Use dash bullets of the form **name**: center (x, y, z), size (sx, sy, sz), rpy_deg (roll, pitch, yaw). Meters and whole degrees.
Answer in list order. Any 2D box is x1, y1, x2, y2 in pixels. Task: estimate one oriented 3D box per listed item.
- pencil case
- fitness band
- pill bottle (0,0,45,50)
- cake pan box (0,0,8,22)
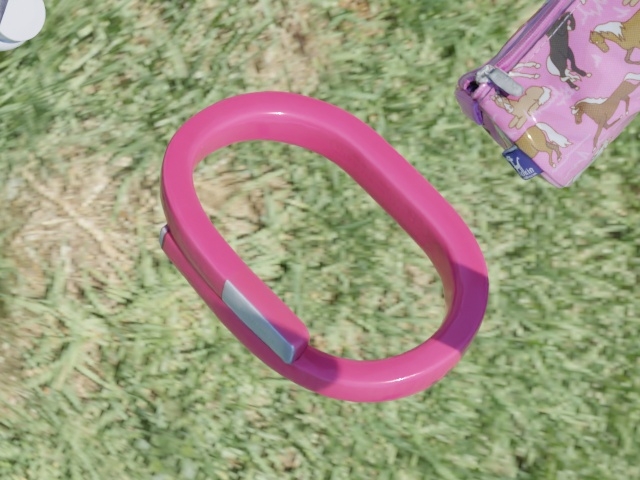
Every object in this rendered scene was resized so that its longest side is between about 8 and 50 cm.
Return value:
- **pencil case**: center (0.307, -0.231, 1.405), size (0.160, 0.167, 0.386), rpy_deg (44, 106, 6)
- **fitness band**: center (0.000, 0.000, 1.127), size (0.209, 0.054, 0.291), rpy_deg (-29, 66, -32)
- **pill bottle**: center (-0.388, -0.264, 1.671), size (0.087, 0.160, 0.087), rpy_deg (-5, 99, -38)
- **cake pan box**: center (-0.369, -0.288, 1.399), size (0.070, 0.267, 0.246), rpy_deg (-2, 124, 0)
